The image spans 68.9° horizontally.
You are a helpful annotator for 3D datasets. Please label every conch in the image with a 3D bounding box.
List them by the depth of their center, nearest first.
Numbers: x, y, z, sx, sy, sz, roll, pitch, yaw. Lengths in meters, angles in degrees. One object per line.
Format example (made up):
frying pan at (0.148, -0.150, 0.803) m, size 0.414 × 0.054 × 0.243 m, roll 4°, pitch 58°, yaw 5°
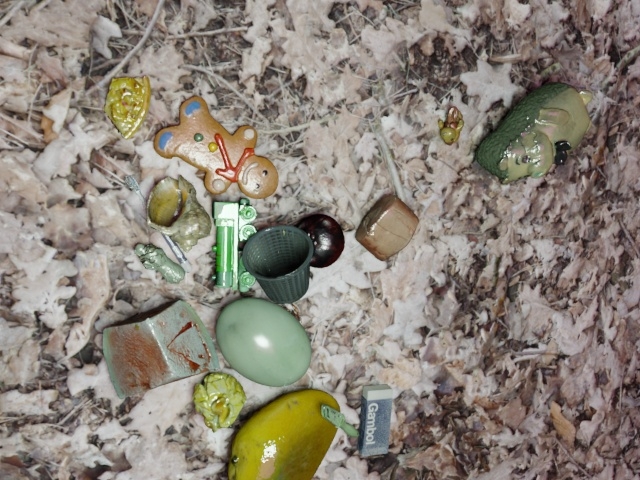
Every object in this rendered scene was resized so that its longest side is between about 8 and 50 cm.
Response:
conch at (-0.349, -0.070, 1.146) m, size 0.155 × 0.130 × 0.207 m, roll 4°, pitch 74°, yaw -54°

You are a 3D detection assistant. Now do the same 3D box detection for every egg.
egg at (-0.146, 0.266, 1.222) m, size 0.282 × 0.203 × 0.203 m, roll 44°, pitch 83°, yaw -17°

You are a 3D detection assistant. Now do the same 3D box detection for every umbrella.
umbrella at (-0.408, 0.057, 1.181) m, size 0.143 × 0.062 × 0.067 m, roll 42°, pitch 48°, yaw -29°

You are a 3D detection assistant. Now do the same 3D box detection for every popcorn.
popcorn at (-0.265, 0.420, 1.238) m, size 0.135 × 0.162 × 0.141 m, roll -16°, pitch 85°, yaw -29°

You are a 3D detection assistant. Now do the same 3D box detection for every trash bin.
trash bin at (-0.094, 0.074, 1.189) m, size 0.175 × 0.175 × 0.161 m, roll -28°, pitch 141°, yaw -13°

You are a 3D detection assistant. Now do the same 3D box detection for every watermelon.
watermelon at (-0.403, 0.283, 1.140) m, size 0.261 × 0.201 × 0.213 m, roll -21°, pitch 96°, yaw -11°

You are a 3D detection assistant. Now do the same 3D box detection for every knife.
knife at (0.060, 0.514, 1.323) m, size 0.293 × 0.020 × 0.043 m, roll 54°, pitch 49°, yaw -50°

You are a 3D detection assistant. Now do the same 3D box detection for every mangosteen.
mangosteen at (0.000, 0.000, 1.278) m, size 0.152 × 0.152 × 0.152 m, roll -3°, pitch 98°, yaw -18°

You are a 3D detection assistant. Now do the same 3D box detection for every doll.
doll at (0.643, -0.309, 1.397) m, size 0.349 × 0.247 × 0.247 m, roll -32°, pitch 106°, yaw -4°

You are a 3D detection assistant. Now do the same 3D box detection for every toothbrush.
toothbrush at (-0.408, -0.038, 1.186) m, size 0.024 × 0.026 × 0.288 m, roll -31°, pitch 107°, yaw -9°

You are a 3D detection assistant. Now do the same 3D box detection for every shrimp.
shrimp at (-0.074, 0.218, 1.333) m, size 0.038 × 0.029 × 0.092 m, roll -28°, pitch 102°, yaw -13°

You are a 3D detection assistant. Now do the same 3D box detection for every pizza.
pizza at (-0.465, -0.328, 1.120) m, size 0.099 × 0.036 × 0.160 m, roll 20°, pitch 91°, yaw -20°

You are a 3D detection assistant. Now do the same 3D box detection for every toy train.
toy train at (-0.227, 0.013, 1.229) m, size 0.119 × 0.085 × 0.251 m, roll 1°, pitch 95°, yaw -13°

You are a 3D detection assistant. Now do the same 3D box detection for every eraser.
eraser at (0.171, 0.558, 1.454) m, size 0.092 × 0.046 × 0.212 m, roll 2°, pitch 96°, yaw -19°

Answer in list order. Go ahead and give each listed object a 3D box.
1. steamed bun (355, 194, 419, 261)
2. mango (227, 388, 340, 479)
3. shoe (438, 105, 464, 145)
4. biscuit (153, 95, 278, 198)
steamed bun at (0.193, -0.035, 1.354) m, size 0.145 × 0.106 × 0.175 m, roll 37°, pitch 99°, yaw -25°
mango at (-0.087, 0.561, 1.287) m, size 0.365 × 0.182 × 0.253 m, roll -32°, pitch 111°, yaw -25°
shoe at (0.388, -0.344, 1.393) m, size 0.109 × 0.072 × 0.069 m, roll -57°, pitch 148°, yaw 1°
biscuit at (-0.244, -0.221, 1.207) m, size 0.324 × 0.049 × 0.205 m, roll 38°, pitch 84°, yaw -21°
